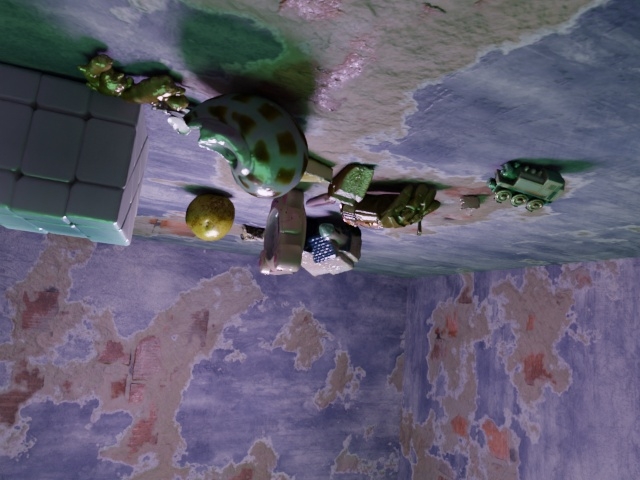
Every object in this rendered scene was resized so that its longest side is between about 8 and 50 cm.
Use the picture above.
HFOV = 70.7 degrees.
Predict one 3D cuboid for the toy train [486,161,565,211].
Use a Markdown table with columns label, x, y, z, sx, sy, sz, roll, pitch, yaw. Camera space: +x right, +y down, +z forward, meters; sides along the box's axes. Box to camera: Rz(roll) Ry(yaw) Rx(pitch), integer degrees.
| label | x | y | z | sx | sy | sz | roll | pitch | yaw |
| --- | --- | --- | --- | --- | --- | --- | --- | --- | --- |
| toy train | 0.572 | -0.157 | 1.266 | 0.193 | 0.081 | 0.125 | 15 | 137 | -8 |

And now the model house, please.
| label | x | y | z | sx | sy | sz | roll | pitch | yaw |
| --- | --- | --- | --- | --- | --- | --- | --- | --- | --- |
| model house | -0.001 | 0.002 | 2.088 | 0.298 | 0.244 | 0.284 | -20 | 141 | 37 |

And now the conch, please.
| label | x | y | z | sx | sy | sz | roll | pitch | yaw |
| --- | --- | --- | --- | --- | --- | --- | --- | --- | --- |
| conch | -0.142 | -0.215 | 1.035 | 0.249 | 0.197 | 0.368 | 37 | 174 | 14 |

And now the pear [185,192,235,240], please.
| label | x | y | z | sx | sy | sz | roll | pitch | yaw |
| --- | --- | --- | --- | --- | --- | --- | --- | --- | --- |
| pear | -0.438 | -0.102 | 1.829 | 0.197 | 0.198 | 0.197 | 5 | 170 | 1 |

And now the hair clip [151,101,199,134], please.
| label | x | y | z | sx | sy | sz | roll | pitch | yaw |
| --- | --- | --- | --- | --- | --- | --- | --- | --- | --- |
| hair clip | -0.333 | -0.297 | 1.087 | 0.115 | 0.050 | 0.172 | 7 | 173 | 17 |

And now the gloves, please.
| label | x | y | z | sx | sy | sz | roll | pitch | yaw |
| --- | --- | --- | --- | --- | --- | --- | --- | --- | --- |
| gloves | 0.241 | -0.111 | 1.549 | 0.330 | 0.141 | 0.154 | 1 | 168 | 20 |

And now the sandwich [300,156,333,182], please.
| label | x | y | z | sx | sy | sz | roll | pitch | yaw |
| --- | --- | --- | --- | --- | --- | --- | --- | --- | --- |
| sandwich | -0.080 | -0.215 | 1.385 | 0.162 | 0.058 | 0.192 | -2 | 169 | 44 |

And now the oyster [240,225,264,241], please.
| label | x | y | z | sx | sy | sz | roll | pitch | yaw |
| --- | --- | --- | --- | --- | --- | --- | --- | --- | --- |
| oyster | -0.337 | -0.021 | 2.491 | 0.213 | 0.084 | 0.223 | 12 | 174 | -15 |

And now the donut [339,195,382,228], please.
| label | x | y | z | sx | sy | sz | roll | pitch | yaw |
| --- | --- | --- | --- | --- | --- | --- | --- | --- | --- |
| donut | 0.173 | -0.106 | 1.766 | 0.198 | 0.085 | 0.232 | -1 | 166 | 37 |

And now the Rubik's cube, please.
| label | x | y | z | sx | sy | sz | roll | pitch | yaw |
| --- | --- | --- | --- | --- | --- | --- | --- | --- | --- |
| Rubik's cube | -0.611 | -0.182 | 1.099 | 0.315 | 0.320 | 0.322 | 9 | 168 | -15 |

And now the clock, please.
| label | x | y | z | sx | sy | sz | roll | pitch | yaw |
| --- | --- | --- | --- | --- | --- | --- | --- | --- | --- |
| clock | -0.143 | -0.026 | 1.723 | 0.114 | 0.310 | 0.284 | 8 | 169 | -20 |

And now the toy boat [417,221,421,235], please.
| label | x | y | z | sx | sy | sz | roll | pitch | yaw |
| --- | --- | --- | --- | --- | --- | --- | --- | --- | --- |
| toy boat | 0.379 | -0.079 | 1.718 | 0.016 | 0.115 | 0.063 | 4 | 170 | 9 |

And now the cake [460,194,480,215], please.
| label | x | y | z | sx | sy | sz | roll | pitch | yaw |
| --- | --- | --- | --- | --- | --- | --- | --- | --- | --- |
| cake | 0.522 | -0.122 | 1.603 | 0.064 | 0.052 | 0.121 | -2 | 170 | 8 |

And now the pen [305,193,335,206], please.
| label | x | y | z | sx | sy | sz | roll | pitch | yaw |
| --- | --- | --- | --- | --- | --- | --- | --- | --- | --- |
| pen | 0.012 | -0.152 | 1.738 | 0.053 | 0.032 | 0.197 | 12 | 169 | -31 |

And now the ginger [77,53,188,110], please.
| label | x | y | z | sx | sy | sz | roll | pitch | yaw |
| --- | --- | --- | --- | --- | --- | --- | --- | --- | --- |
| ginger | -0.395 | -0.328 | 0.947 | 0.176 | 0.053 | 0.193 | -1 | 160 | 29 |

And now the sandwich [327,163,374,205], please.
| label | x | y | z | sx | sy | sz | roll | pitch | yaw |
| --- | --- | --- | --- | --- | --- | --- | --- | --- | --- |
| sandwich | 0.086 | -0.169 | 1.451 | 0.089 | 0.089 | 0.244 | 12 | 168 | -16 |
